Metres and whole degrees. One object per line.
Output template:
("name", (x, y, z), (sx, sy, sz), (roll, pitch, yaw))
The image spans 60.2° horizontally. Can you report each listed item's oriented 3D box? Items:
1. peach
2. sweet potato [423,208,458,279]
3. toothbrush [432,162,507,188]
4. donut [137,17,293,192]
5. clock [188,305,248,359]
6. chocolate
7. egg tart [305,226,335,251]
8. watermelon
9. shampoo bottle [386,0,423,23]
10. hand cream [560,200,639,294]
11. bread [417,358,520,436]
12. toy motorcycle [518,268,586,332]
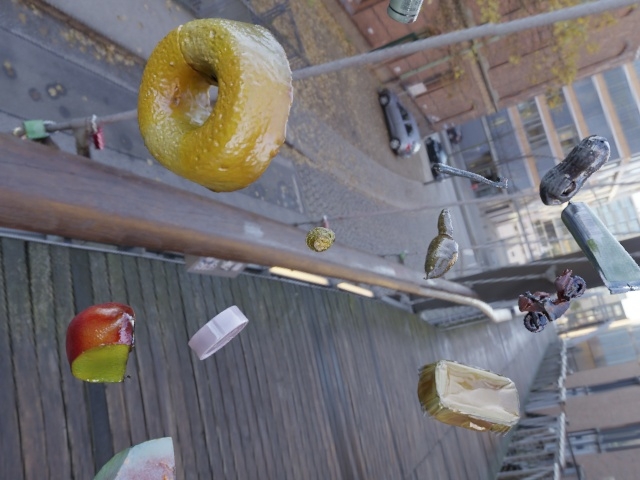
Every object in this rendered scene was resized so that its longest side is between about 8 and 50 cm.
("peach", (-0.547, 0.238, 1.367), (0.154, 0.267, 0.158), (-3, 56, -27))
("sweet potato", (0.299, 0.016, 1.339), (0.075, 0.075, 0.269), (60, 35, -29))
("toothbrush", (0.393, -0.168, 1.430), (0.297, 0.030, 0.030), (6, 100, -38))
("donut", (-0.187, -0.224, 0.897), (0.110, 0.303, 0.303), (2, 71, -52))
("clock", (-0.331, 0.300, 1.799), (0.068, 0.197, 0.197), (49, 20, 8))
("chocolate", (0.741, -0.202, 1.618), (0.110, 0.248, 0.110), (29, 32, -20))
("egg tart", (0.000, 0.000, 2.333), (0.130, 0.130, 0.052), (58, 9, -33))
("watermelon", (-0.355, 0.523, 1.073), (0.193, 0.310, 0.231), (31, 30, -24))
("shampoo bottle", (0.243, -0.686, 1.392), (0.262, 0.085, 0.085), (108, -14, -51))
("hand cream", (0.518, 0.010, 1.030), (0.235, 0.086, 0.055), (-103, -171, -45))
("bread", (0.353, 0.380, 1.336), (0.241, 0.107, 0.136), (16, 50, -16))
("toy motorcycle", (0.657, 0.165, 1.591), (0.118, 0.212, 0.084), (47, 4, -1))
